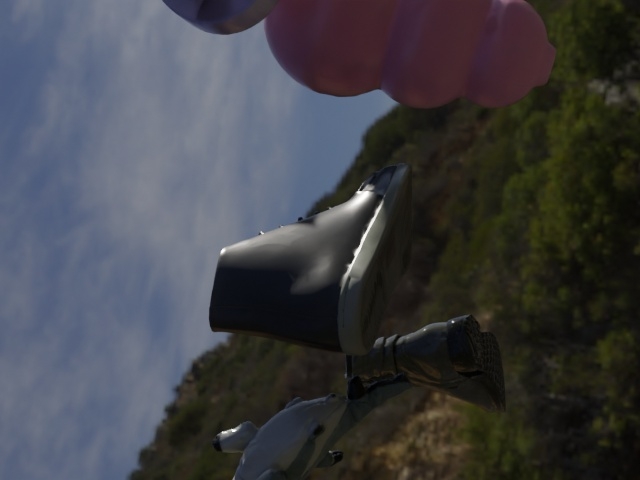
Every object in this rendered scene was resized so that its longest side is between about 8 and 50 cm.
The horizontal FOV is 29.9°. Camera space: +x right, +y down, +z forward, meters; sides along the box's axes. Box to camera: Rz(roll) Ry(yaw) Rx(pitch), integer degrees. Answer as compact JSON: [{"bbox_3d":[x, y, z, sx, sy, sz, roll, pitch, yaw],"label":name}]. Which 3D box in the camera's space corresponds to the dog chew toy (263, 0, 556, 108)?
[{"bbox_3d":[0.107,-0.246,1.389,0.206,0.332,0.206,18,-90,-84],"label":"dog chew toy"}]

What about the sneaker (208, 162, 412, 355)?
[{"bbox_3d":[0.000,0.000,0.889,0.222,0.118,0.083,-59,-30,-58],"label":"sneaker"}]

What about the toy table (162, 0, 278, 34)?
[{"bbox_3d":[-0.155,-0.354,1.283,0.252,0.274,0.161,-50,-40,8],"label":"toy table"}]

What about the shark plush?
[{"bbox_3d":[-0.008,0.144,0.872,0.161,0.073,0.067,-43,-50,-12],"label":"shark plush"}]

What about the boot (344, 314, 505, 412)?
[{"bbox_3d":[0.125,0.151,1.416,0.246,0.161,0.083,48,-144,-59],"label":"boot"}]
